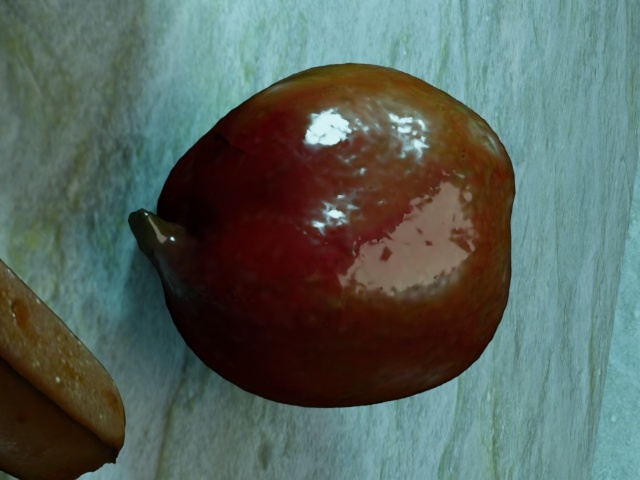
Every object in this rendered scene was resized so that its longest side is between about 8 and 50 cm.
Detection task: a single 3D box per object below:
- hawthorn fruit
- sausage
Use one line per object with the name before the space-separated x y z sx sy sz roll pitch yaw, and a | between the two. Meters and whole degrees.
hawthorn fruit | 0.016 0.004 0.822 0.311 0.295 0.295 -46 128 -48
sausage | -0.221 0.036 0.570 0.330 0.102 0.102 58 41 -43
